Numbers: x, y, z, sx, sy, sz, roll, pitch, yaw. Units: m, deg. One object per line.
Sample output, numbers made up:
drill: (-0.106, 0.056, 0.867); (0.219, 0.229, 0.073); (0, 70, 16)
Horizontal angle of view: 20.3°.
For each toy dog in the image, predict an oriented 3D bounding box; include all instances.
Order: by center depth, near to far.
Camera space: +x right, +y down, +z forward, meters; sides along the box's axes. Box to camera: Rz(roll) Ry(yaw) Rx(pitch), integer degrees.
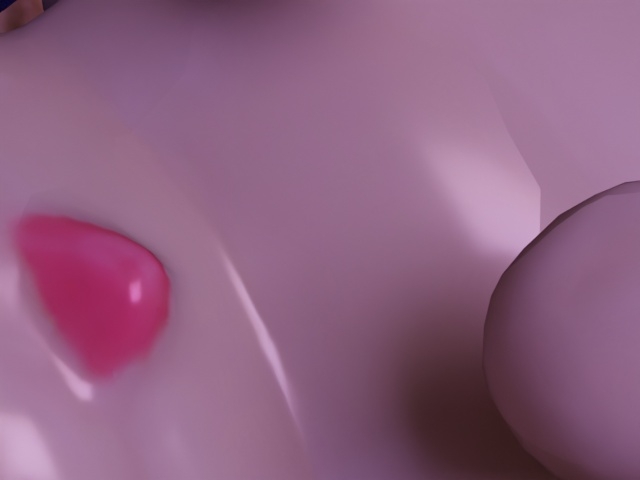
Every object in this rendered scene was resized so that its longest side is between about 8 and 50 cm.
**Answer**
toy dog: (0.000, 0.000, 0.498); (0.408, 0.395, 0.284); (-26, 90, -28)

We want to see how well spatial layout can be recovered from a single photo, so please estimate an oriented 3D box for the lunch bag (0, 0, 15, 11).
lunch bag: (-0.227, -0.131, 0.495); (0.221, 0.138, 0.293); (58, 31, -1)
